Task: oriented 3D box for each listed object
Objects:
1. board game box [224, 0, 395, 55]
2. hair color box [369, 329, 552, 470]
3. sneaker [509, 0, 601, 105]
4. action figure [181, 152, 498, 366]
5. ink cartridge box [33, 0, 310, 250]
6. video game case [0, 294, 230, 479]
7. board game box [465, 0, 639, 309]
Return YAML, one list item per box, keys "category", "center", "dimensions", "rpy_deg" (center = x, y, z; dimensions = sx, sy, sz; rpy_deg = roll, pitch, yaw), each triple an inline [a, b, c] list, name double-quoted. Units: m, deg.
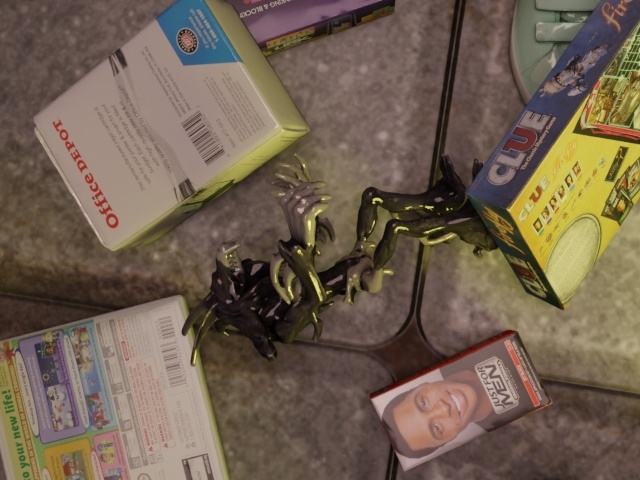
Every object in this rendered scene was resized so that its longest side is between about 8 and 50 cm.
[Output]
- category: "board game box"
  center: [-0.033, -0.254, 0.800]
  dimensions: [0.170, 0.048, 0.141]
  rpy_deg: [-19, 84, 1]
- category: "hair color box"
  center: [0.121, 0.139, 0.765]
  dimensions: [0.141, 0.043, 0.072]
  rpy_deg: [-26, 86, 1]
- category: "sneaker"
  center: [0.218, -0.215, 0.736]
  dimensions: [0.094, 0.151, 0.255]
  rpy_deg: [-4, 87, 0]
- category: "action figure"
  center: [0.000, 0.000, 0.727]
  dimensions: [0.276, 0.164, 0.141]
  rpy_deg: [-22, 113, -7]
- category: "ink cartridge box"
  center: [-0.129, -0.099, 0.749]
  dimensions: [0.191, 0.082, 0.139]
  rpy_deg: [-33, 85, 19]
- category: "video game case"
  center: [-0.191, 0.174, 0.785]
  dimensions: [0.193, 0.023, 0.212]
  rpy_deg: [-15, 86, 1]
- category: "board game box"
  center: [0.226, -0.084, 0.709]
  dimensions: [0.042, 0.165, 0.243]
  rpy_deg: [28, 76, 41]
